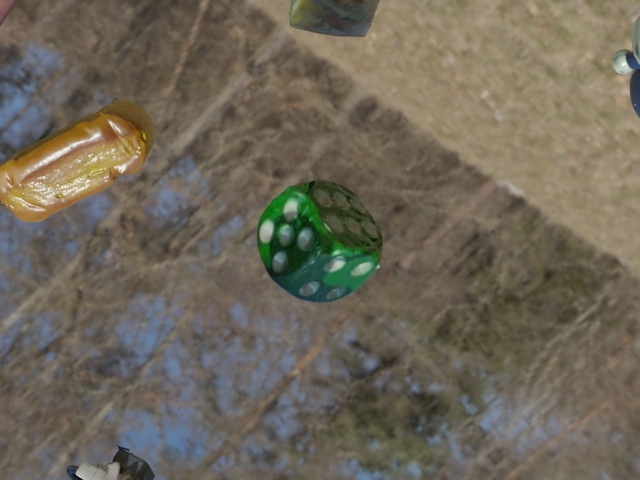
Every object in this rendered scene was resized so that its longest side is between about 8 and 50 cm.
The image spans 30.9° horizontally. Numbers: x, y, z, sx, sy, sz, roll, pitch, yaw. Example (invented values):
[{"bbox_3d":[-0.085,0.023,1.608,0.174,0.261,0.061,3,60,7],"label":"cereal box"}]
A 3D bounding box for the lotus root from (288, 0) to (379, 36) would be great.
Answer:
[{"bbox_3d":[0.028,-0.365,1.618,0.119,0.138,0.235,14,156,-7],"label":"lotus root"}]

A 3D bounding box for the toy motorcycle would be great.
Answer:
[{"bbox_3d":[-0.190,0.305,1.235,0.150,0.102,0.221,20,150,24],"label":"toy motorcycle"}]

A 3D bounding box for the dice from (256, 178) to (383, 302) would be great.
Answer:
[{"bbox_3d":[0.000,0.000,1.569,0.128,0.120,0.131,12,-136,-43],"label":"dice"}]

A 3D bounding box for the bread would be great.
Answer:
[{"bbox_3d":[-0.345,-0.109,1.623,0.102,0.245,0.094,61,-162,-19],"label":"bread"}]

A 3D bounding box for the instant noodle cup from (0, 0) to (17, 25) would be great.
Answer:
[{"bbox_3d":[-0.463,-0.344,1.574,0.127,0.136,0.127,23,-141,-20],"label":"instant noodle cup"}]

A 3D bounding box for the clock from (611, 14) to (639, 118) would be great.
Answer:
[{"bbox_3d":[0.561,-0.265,1.827,0.199,0.147,0.243,7,160,22],"label":"clock"}]
